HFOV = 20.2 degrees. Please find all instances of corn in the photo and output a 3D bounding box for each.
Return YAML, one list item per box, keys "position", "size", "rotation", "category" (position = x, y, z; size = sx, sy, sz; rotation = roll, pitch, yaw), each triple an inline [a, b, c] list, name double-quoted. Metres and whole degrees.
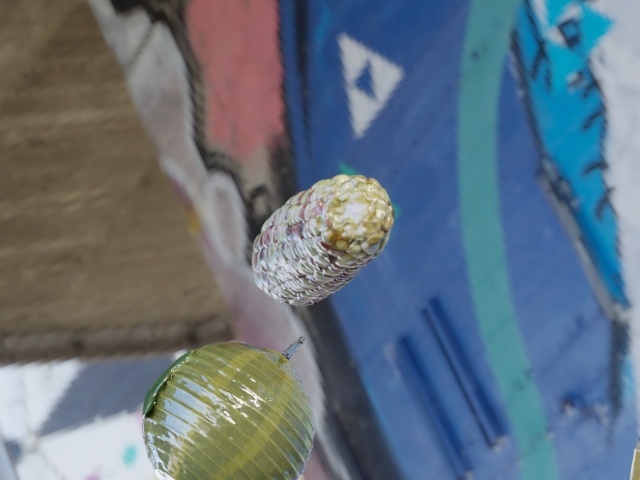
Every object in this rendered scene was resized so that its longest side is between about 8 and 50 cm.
- position: [0.000, 0.000, 1.458]
  size: [0.086, 0.086, 0.253]
  rotation: [-18, -5, -15]
  category: "corn"

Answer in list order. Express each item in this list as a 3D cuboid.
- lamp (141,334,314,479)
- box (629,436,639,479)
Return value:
- position: [-0.113, 0.237, 2.489]
  size: [0.284, 0.250, 0.250]
  rotation: [-53, -18, -16]
  category: "lamp"
- position: [0.276, 0.218, 1.544]
  size: [0.023, 0.090, 0.133]
  rotation: [10, 2, 12]
  category: "box"
